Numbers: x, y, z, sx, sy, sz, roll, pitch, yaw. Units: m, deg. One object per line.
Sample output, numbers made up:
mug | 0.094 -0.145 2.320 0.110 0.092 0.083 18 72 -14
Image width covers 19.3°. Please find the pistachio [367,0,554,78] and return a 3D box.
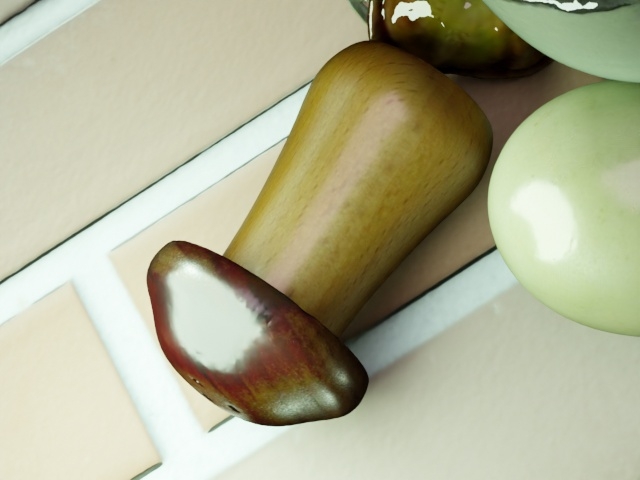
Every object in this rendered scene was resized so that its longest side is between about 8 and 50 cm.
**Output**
pistachio | 0.131 -0.202 1.495 0.210 0.130 0.165 -28 100 -7

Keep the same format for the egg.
egg | 0.248 -0.023 1.366 0.254 0.188 0.188 2 72 11

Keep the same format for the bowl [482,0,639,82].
bowl | 0.268 -0.237 1.327 0.354 0.185 0.354 -21 42 21

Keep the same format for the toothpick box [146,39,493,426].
toothpick box | 0.000 0.000 1.441 0.192 0.192 0.294 30 77 24

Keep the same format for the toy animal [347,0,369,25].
toy animal | 0.025 -0.280 1.581 0.155 0.095 0.219 11 74 16
